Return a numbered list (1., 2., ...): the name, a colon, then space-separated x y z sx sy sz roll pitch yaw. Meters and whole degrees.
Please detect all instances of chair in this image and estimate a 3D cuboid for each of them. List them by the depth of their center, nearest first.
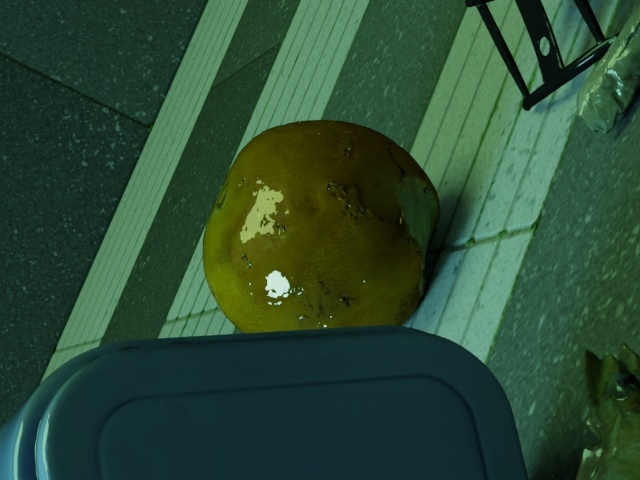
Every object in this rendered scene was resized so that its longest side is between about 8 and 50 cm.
1. chair: 0.214 -0.273 1.564 0.154 0.141 0.260 -37 75 58

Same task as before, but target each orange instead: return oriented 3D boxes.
1. orange: 0.000 0.000 1.645 0.240 0.240 0.240 -55 18 28

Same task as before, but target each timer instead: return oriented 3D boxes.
1. timer: -0.031 0.251 1.110 0.173 0.395 0.395 -38 30 55

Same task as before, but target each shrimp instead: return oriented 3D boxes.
1. shrimp: 0.180 0.202 1.033 0.168 0.077 0.317 -51 23 44

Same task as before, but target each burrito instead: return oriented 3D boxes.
1. burrito: 0.259 -0.157 1.388 0.149 0.041 0.055 -60 3 13
